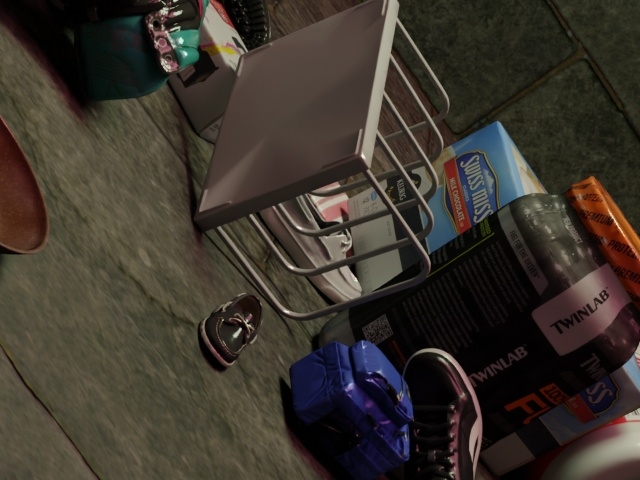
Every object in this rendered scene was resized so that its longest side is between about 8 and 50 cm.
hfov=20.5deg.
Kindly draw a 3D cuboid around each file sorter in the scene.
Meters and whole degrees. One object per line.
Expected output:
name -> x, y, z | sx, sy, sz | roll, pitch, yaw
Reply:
file sorter -> 0.017, -0.084, 1.828 | 0.173, 0.193, 0.278 | 53, 30, -32

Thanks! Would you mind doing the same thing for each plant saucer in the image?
plant saucer -> -0.264, -0.065, 1.226 | 0.198, 0.036, 0.198 | 52, 14, -18

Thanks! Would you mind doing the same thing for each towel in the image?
towel -> -0.002, -0.054, 2.230 | 0.197, 0.029, 0.144 | 57, 15, 3

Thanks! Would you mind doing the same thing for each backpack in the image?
backpack -> 0.038, 0.164, 1.658 | 0.120, 0.101, 0.098 | 55, 18, -27

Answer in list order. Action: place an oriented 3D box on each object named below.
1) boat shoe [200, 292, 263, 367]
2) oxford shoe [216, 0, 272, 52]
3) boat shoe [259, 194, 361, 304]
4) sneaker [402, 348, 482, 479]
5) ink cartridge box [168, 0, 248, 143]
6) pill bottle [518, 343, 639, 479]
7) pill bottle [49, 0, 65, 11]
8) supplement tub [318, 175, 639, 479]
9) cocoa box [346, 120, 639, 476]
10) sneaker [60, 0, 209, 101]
boat shoe -> -0.076, 0.077, 1.578 | 0.046, 0.038, 0.125 | 55, 12, -5
oxford shoe -> -0.105, -0.315, 2.366 | 0.096, 0.083, 0.227 | 48, 15, -50
boat shoe -> 0.000, 0.000, 2.004 | 0.184, 0.063, 0.066 | 52, 13, -20
sneaker -> 0.114, 0.216, 1.698 | 0.121, 0.079, 0.217 | -14, 98, -79
ink cartridge box -> -0.125, -0.197, 2.003 | 0.175, 0.072, 0.127 | 60, 13, 18
pill bottle -> 0.363, 0.239, 2.406 | 0.229, 0.229, 0.408 | 49, 14, -32
pill bottle -> -0.212, -0.257, 1.787 | 0.087, 0.087, 0.160 | 60, 12, 14
supplement tub -> 0.185, 0.090, 1.842 | 0.207, 0.338, 0.207 | 52, 14, -18
cocoa box -> 0.222, 0.075, 2.207 | 0.347, 0.228, 0.231 | 52, 19, -32
sneaker -> -0.200, -0.218, 1.606 | 0.295, 0.123, 0.178 | 8, 83, -57
